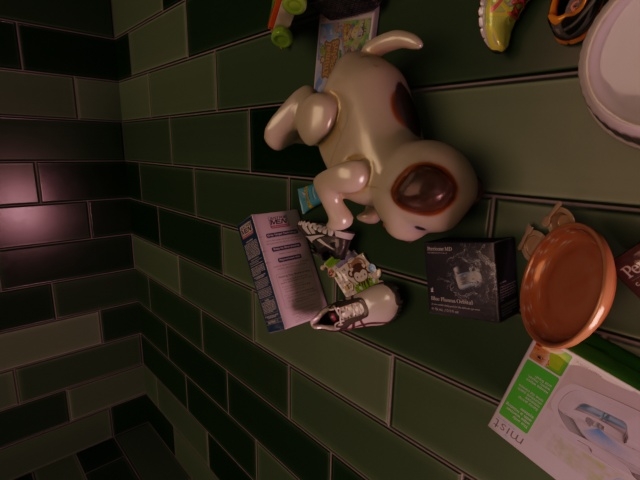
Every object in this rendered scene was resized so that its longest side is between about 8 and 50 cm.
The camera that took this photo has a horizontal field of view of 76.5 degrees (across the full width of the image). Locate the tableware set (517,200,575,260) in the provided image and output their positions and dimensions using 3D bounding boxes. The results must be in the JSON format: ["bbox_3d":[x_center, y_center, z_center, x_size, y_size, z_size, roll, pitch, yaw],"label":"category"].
[{"bbox_3d":[0.418,0.025,0.710,0.141,0.020,0.168,107,151,-51],"label":"tableware set"}]

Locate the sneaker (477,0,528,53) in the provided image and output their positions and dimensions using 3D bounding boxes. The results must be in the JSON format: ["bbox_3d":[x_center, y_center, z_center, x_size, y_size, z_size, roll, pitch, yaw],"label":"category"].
[{"bbox_3d":[0.340,-0.438,0.705,0.094,0.082,0.208,20,112,42],"label":"sneaker"}]

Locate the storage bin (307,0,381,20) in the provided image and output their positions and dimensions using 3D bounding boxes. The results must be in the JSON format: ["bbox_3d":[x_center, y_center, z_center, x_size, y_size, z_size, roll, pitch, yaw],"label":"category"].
[{"bbox_3d":[0.062,-0.609,0.954,0.180,0.085,0.121,17,95,44],"label":"storage bin"}]

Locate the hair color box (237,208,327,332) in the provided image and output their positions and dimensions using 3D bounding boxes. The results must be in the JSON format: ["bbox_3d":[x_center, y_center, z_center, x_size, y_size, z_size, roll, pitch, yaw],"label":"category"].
[{"bbox_3d":[-0.114,0.088,1.245,0.105,0.174,0.346,-26,78,49],"label":"hair color box"}]

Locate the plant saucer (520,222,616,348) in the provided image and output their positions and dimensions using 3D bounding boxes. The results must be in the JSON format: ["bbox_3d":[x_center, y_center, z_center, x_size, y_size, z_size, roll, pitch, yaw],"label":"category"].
[{"bbox_3d":[0.385,0.072,0.635,0.200,0.037,0.199,-166,90,-88],"label":"plant saucer"}]

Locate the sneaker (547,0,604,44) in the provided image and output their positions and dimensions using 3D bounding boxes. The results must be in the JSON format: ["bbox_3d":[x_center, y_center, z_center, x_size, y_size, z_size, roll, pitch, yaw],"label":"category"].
[{"bbox_3d":[0.414,-0.424,0.625,0.084,0.083,0.214,26,115,44],"label":"sneaker"}]

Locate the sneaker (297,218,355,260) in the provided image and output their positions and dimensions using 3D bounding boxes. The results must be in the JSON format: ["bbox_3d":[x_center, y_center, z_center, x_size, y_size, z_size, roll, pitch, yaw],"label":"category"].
[{"bbox_3d":[0.000,0.000,1.153,0.234,0.078,0.106,17,99,51],"label":"sneaker"}]

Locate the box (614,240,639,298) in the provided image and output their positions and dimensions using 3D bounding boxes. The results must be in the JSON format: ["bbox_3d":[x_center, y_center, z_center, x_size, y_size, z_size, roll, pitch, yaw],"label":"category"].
[{"bbox_3d":[0.596,0.111,0.495,0.381,0.143,0.191,57,135,26],"label":"box"}]

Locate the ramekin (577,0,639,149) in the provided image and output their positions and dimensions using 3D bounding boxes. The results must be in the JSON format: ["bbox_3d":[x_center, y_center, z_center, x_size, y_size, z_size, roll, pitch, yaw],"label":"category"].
[{"bbox_3d":[0.491,-0.251,0.541,0.273,0.127,0.272,12,107,45],"label":"ramekin"}]

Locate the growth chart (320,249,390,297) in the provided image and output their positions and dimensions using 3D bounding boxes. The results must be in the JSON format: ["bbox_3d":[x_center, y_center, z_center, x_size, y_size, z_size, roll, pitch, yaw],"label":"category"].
[{"bbox_3d":[0.103,0.114,1.128,0.237,0.021,0.171,55,132,24],"label":"growth chart"}]

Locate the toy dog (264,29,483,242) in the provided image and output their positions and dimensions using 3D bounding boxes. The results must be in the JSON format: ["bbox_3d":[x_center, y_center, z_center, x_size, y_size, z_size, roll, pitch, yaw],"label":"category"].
[{"bbox_3d":[0.151,-0.180,0.865,0.395,0.285,0.407,-46,64,22],"label":"toy dog"}]

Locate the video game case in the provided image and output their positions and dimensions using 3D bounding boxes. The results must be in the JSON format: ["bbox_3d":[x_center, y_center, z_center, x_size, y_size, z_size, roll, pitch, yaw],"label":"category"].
[{"bbox_3d":[0.059,-0.480,1.048,0.194,0.023,0.212,23,114,43],"label":"video game case"}]

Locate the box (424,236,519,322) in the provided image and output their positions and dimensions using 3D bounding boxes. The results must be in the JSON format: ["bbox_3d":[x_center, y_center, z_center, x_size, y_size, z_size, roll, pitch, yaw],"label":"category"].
[{"bbox_3d":[0.308,0.074,0.838,0.156,0.093,0.158,-1,96,48],"label":"box"}]

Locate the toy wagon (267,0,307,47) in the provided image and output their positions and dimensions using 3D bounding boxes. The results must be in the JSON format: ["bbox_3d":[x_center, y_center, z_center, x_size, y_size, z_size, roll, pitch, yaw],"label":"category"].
[{"bbox_3d":[-0.083,-0.635,1.046,0.344,0.068,0.266,145,135,-66],"label":"toy wagon"}]

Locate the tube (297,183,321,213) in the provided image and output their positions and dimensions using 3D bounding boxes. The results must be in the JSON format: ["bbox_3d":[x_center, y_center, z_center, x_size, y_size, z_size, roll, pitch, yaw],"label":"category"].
[{"bbox_3d":[-0.003,-0.139,1.176,0.207,0.052,0.080,-18,78,54],"label":"tube"}]

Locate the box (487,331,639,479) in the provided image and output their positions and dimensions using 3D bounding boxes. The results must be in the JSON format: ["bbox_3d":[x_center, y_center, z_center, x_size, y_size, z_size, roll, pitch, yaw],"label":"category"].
[{"bbox_3d":[0.467,0.301,0.688,0.262,0.127,0.230,34,120,38],"label":"box"}]

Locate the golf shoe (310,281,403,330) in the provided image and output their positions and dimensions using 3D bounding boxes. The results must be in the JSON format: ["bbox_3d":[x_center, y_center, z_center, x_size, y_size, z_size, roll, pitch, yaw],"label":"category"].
[{"bbox_3d":[0.092,0.188,1.052,0.273,0.120,0.105,-33,72,43],"label":"golf shoe"}]
